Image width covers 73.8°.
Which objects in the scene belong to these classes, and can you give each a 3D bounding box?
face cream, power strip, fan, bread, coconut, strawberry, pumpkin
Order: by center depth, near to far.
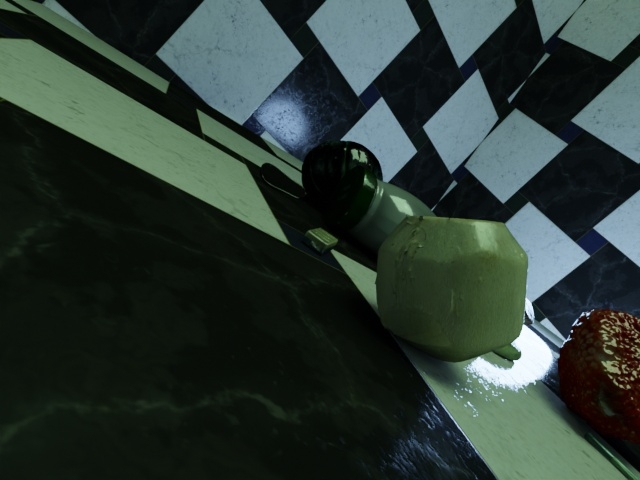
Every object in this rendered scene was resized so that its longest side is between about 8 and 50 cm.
[{"bbox_3d":[0.211,0.084,0.724,0.244,0.248,0.245,4,4,0],"label":"coconut"},{"bbox_3d":[0.582,0.440,0.798,0.038,0.016,0.193,23,16,-36],"label":"fan"},{"bbox_3d":[0.000,0.000,0.960,0.056,0.032,0.123,34,12,8],"label":"power strip"},{"bbox_3d":[0.676,0.320,0.982,0.351,0.267,0.312,-6,68,-48],"label":"strawberry"},{"bbox_3d":[0.458,0.244,1.216,0.267,0.040,0.267,33,11,-7],"label":"bread"},{"bbox_3d":[0.214,-0.062,1.354,0.357,0.219,0.312,29,12,-21],"label":"face cream"},{"bbox_3d":[0.079,-0.218,1.546,0.315,0.239,0.315,8,-17,2],"label":"pumpkin"}]

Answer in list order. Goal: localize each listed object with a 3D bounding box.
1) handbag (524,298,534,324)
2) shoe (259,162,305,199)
[{"bbox_3d":[0.729,0.229,1.742,0.171,0.151,0.298,41,5,-42],"label":"handbag"},{"bbox_3d":[-0.120,-0.180,1.327,0.159,0.062,0.053,32,-2,-9],"label":"shoe"}]
